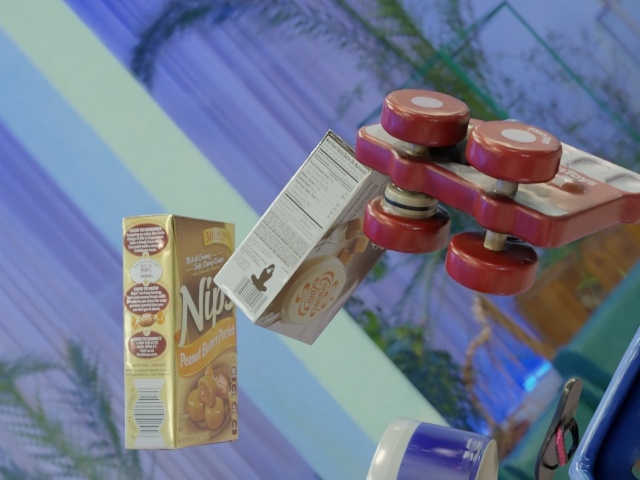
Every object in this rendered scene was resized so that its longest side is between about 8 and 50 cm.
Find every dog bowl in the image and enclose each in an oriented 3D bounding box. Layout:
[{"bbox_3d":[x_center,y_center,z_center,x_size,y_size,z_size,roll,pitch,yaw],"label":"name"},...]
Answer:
[{"bbox_3d":[0.106,0.320,1.367,0.265,0.104,0.265,9,-90,-76],"label":"dog bowl"}]

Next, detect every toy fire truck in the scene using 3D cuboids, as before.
[{"bbox_3d":[0.203,-0.073,1.530,0.254,0.302,0.169,-15,-58,-43],"label":"toy fire truck"}]

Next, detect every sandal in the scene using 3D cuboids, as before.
[{"bbox_3d":[0.353,0.285,1.943,0.067,0.040,0.179,-16,-54,-55],"label":"sandal"}]

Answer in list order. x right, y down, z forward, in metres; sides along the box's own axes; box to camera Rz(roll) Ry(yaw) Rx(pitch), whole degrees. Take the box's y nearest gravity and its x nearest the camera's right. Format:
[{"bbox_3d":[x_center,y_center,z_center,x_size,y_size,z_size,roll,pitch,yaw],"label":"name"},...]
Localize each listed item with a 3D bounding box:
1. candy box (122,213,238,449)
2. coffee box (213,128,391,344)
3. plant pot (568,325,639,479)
[{"bbox_3d":[-0.193,0.127,1.872,0.087,0.316,0.183,-2,-4,24],"label":"candy box"},{"bbox_3d":[0.000,0.000,1.718,0.246,0.098,0.141,-51,-34,8],"label":"coffee box"},{"bbox_3d":[0.368,0.173,1.097,0.236,0.212,0.236,-64,10,10],"label":"plant pot"}]
